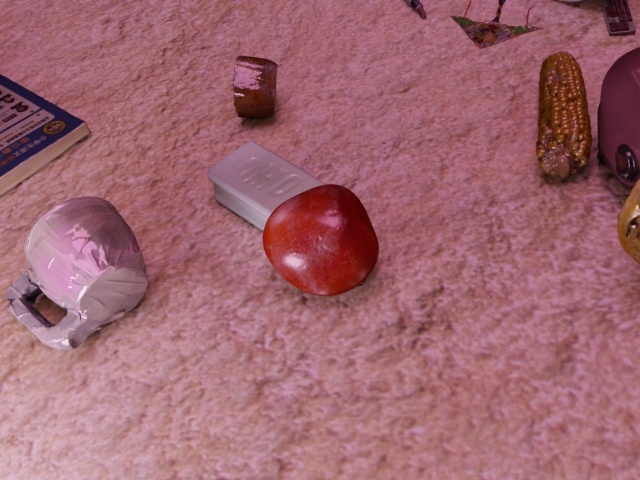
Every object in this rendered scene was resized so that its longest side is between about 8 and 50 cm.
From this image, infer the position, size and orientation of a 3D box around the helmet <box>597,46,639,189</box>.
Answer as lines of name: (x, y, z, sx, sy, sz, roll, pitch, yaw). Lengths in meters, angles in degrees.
helmet: (0.579, -0.209, 1.458, 0.271, 0.197, 0.338, -13, 23, -3)

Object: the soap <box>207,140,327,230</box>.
soap: (-0.090, -0.086, 1.582, 0.119, 0.066, 0.198, -36, 50, -27)

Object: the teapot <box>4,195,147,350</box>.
teapot: (-0.377, 0.052, 1.424, 0.221, 0.163, 0.178, -30, 55, -20)

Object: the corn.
corn: (0.423, -0.226, 1.617, 0.097, 0.097, 0.320, 1, 43, 11)

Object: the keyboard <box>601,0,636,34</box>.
keyboard: (0.608, -0.471, 1.888, 0.055, 0.017, 0.166, -2, 44, 8)

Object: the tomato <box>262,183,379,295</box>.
tomato: (0.000, 0.000, 1.420, 0.187, 0.151, 0.187, -5, 49, 6)

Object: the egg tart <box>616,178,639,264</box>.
egg tart: (0.547, -0.045, 1.269, 0.288, 0.288, 0.118, 3, 56, 13)

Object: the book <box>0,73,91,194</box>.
book: (-0.701, -0.221, 1.847, 0.428, 0.039, 0.300, 30, 56, 34)

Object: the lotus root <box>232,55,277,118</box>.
lotus root: (-0.124, -0.293, 1.770, 0.081, 0.112, 0.122, 2, 76, -1)

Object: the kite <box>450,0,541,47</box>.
kite: (0.372, -0.470, 1.936, 0.198, 0.006, 0.244, 11, 47, 20)

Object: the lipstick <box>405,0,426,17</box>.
lipstick: (0.206, -0.513, 1.999, 0.025, 0.025, 0.107, -18, 51, -8)
